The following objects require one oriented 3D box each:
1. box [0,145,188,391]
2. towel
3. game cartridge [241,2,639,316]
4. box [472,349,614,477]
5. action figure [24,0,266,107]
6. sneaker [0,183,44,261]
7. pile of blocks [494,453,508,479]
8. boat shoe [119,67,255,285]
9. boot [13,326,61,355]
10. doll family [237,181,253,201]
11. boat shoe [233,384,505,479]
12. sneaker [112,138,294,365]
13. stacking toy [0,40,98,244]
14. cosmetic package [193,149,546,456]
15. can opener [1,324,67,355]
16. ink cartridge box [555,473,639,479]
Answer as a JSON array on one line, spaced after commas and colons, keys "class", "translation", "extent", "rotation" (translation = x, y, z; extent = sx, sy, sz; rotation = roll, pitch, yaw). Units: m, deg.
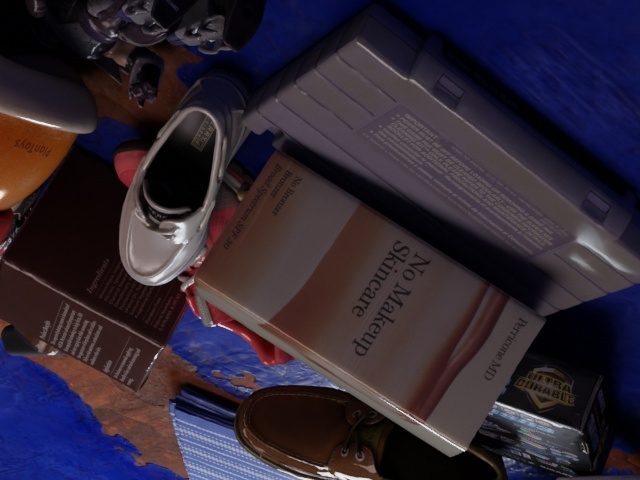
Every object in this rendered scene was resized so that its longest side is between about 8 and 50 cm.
[{"class": "box", "translation": [-0.243, 0.036, 1.759], "extent": [0.203, 0.167, 0.168], "rotation": [29, 152, -4]}, {"class": "towel", "translation": [-0.095, 0.329, 2.274], "extent": [0.243, 0.040, 0.336], "rotation": [19, 153, 11]}, {"class": "game cartridge", "translation": [0.124, -0.060, 1.410], "extent": [0.355, 0.068, 0.230], "rotation": [36, 147, -17]}, {"class": "box", "translation": [0.163, 0.162, 1.666], "extent": [0.295, 0.073, 0.293], "rotation": [17, 163, 19]}, {"class": "action figure", "translation": [-0.184, -0.201, 1.393], "extent": [0.185, 0.099, 0.285], "rotation": [32, 159, -37]}, {"class": "sneaker", "translation": [-0.379, -0.042, 1.822], "extent": [0.112, 0.121, 0.299], "rotation": [10, 161, -25]}, {"class": "pile of blocks", "translation": [0.211, 0.313, 1.879], "extent": [0.362, 0.113, 0.149], "rotation": [21, 173, 13]}, {"class": "boat shoe", "translation": [-0.142, -0.046, 1.517], "extent": [0.096, 0.088, 0.267], "rotation": [36, 127, 1]}, {"class": "boot", "translation": [-0.391, 0.041, 2.015], "extent": [0.219, 0.082, 0.106], "rotation": [40, 113, 17]}, {"class": "doll family", "translation": [0.000, 0.000, 1.597], "extent": [0.111, 0.076, 0.193], "rotation": [-6, 148, 43]}, {"class": "boat shoe", "translation": [0.057, 0.219, 1.710], "extent": [0.307, 0.111, 0.104], "rotation": [13, 162, -1]}, {"class": "sneaker", "translation": [-0.106, 0.016, 1.645], "extent": [0.314, 0.136, 0.116], "rotation": [42, 147, -26]}, {"class": "stacking toy", "translation": [-0.450, 0.004, 1.477], "extent": [0.350, 0.480, 0.350], "rotation": [23, -175, -2]}, {"class": "cosmetic package", "translation": [0.043, 0.062, 1.458], "extent": [0.296, 0.153, 0.129], "rotation": [31, 171, 3]}, {"class": "can opener", "translation": [-0.331, 0.110, 2.080], "extent": [0.280, 0.074, 0.093], "rotation": [-11, 100, 47]}, {"class": "ink cartridge box", "translation": [0.407, 0.291, 1.678], "extent": [0.223, 0.045, 0.224], "rotation": [21, 156, -37]}]
